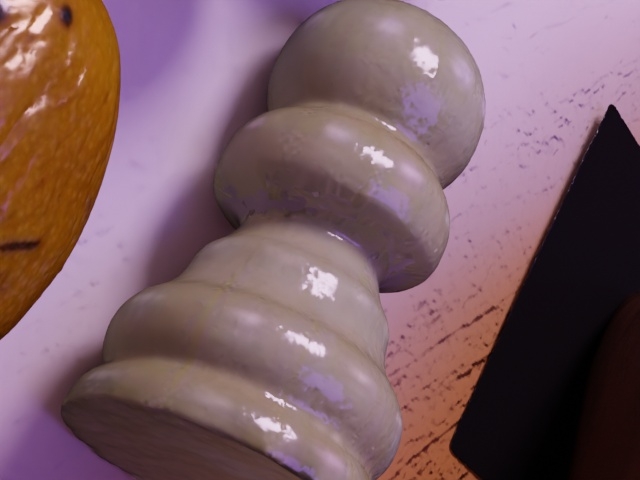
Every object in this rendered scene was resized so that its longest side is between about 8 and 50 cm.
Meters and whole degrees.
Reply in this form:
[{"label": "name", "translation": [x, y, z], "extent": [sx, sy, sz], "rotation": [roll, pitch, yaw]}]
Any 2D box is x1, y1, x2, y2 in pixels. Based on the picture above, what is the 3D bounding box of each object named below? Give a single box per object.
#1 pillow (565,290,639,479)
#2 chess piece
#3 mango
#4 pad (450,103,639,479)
[{"label": "pillow", "translation": [0.207, 0.175, 0.834], "extent": [0.108, 0.305, 0.308], "rotation": [18, 83, -8]}, {"label": "chess piece", "translation": [0.000, 0.000, 0.655], "extent": [0.144, 0.144, 0.251], "rotation": [50, 55, -43]}, {"label": "mango", "translation": [-0.165, -0.007, 0.469], "extent": [0.262, 0.109, 0.157], "rotation": [-56, 138, -24]}, {"label": "pad", "translation": [0.175, 0.056, 0.961], "extent": [0.159, 0.009, 0.265], "rotation": [46, 65, -45]}]
